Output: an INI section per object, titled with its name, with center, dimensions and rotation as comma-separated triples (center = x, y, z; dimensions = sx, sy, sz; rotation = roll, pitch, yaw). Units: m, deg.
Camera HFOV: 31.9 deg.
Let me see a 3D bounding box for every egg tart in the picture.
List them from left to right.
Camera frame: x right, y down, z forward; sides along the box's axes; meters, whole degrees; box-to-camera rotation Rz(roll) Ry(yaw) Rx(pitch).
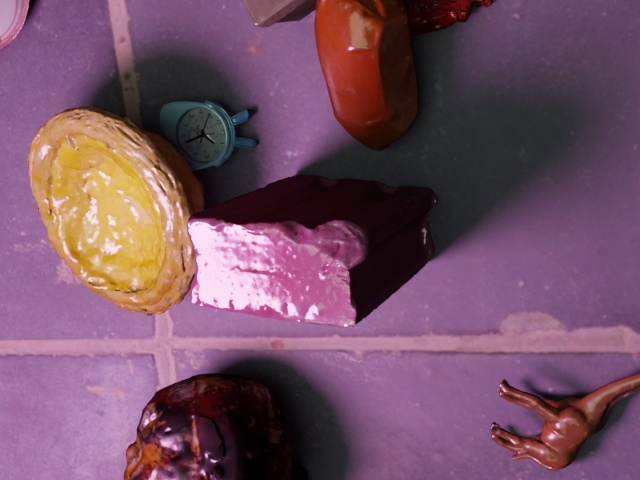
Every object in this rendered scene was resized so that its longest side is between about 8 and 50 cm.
[egg tart]
center = -0.293, -0.054, 1.697
dimensions = 0.345, 0.132, 0.345
rotation = 18, 125, 27

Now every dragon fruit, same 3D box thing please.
[dragon fruit]
center = 0.164, -0.318, 1.518
dimensions = 0.131, 0.063, 0.097
rotation = 10, 106, 19

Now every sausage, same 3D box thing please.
[sausage]
center = 0.063, -0.240, 1.512
dimensions = 0.133, 0.133, 0.258
rotation = 3, 135, 20

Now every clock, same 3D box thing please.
[clock]
center = -0.168, -0.162, 1.693
dimensions = 0.147, 0.045, 0.108
rotation = -2, 102, 21

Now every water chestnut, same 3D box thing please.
[water chestnut]
center = -0.157, 0.346, 1.709
dimensions = 0.289, 0.244, 0.289
rotation = -6, 71, 18

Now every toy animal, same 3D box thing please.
[toy animal]
center = 0.364, 0.230, 1.566
dimensions = 0.229, 0.066, 0.224
rotation = 13, 111, 12

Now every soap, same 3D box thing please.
[soap]
center = 0.000, 0.000, 1.493
dimensions = 0.232, 0.359, 0.128
rotation = 6, 104, 19

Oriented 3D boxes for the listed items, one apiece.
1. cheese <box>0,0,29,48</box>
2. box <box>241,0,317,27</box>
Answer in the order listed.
[cheese]
center = -0.532, -0.424, 1.756
dimensions = 0.188, 0.074, 0.286
rotation = 16, 106, 15
[box]
center = -0.007, -0.413, 1.515
dimensions = 0.231, 0.149, 0.155
rotation = -32, 90, 25
